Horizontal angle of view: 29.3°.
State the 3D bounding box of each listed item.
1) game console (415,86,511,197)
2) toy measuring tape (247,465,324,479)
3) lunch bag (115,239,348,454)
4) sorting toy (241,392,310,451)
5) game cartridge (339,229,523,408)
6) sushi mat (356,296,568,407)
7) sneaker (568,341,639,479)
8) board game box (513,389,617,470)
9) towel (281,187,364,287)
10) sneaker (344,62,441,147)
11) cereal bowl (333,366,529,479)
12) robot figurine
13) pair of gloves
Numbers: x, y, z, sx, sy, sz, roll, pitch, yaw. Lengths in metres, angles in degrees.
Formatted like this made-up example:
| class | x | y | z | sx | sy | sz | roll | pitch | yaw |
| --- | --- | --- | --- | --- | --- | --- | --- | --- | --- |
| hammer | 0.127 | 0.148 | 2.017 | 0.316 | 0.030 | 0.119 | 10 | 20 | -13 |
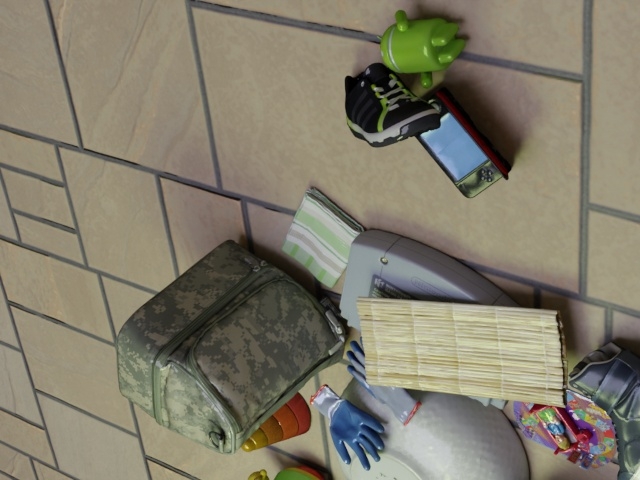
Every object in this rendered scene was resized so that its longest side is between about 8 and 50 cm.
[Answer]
| class | x | y | z | sx | sy | sz | roll | pitch | yaw |
| --- | --- | --- | --- | --- | --- | --- | --- | --- | --- |
| game console | 0.175 | -0.121 | 1.601 | 0.144 | 0.085 | 0.124 | 51 | 133 | -2 |
| toy measuring tape | 0.015 | 0.495 | 2.212 | 0.330 | 0.121 | 0.121 | 24 | 134 | 14 |
| lunch bag | -0.136 | 0.178 | 1.952 | 0.256 | 0.305 | 0.212 | 34 | 140 | 22 |
| sorting toy | -0.199 | 0.278 | 2.214 | 0.365 | 0.126 | 0.127 | 27 | 135 | 22 |
| game cartridge | 0.169 | 0.109 | 1.816 | 0.297 | 0.062 | 0.198 | 30 | 132 | 21 |
| sushi mat | 0.199 | 0.157 | 1.749 | 0.316 | 0.019 | 0.151 | 2 | 112 | 31 |
| sneaker | 0.409 | 0.239 | 1.677 | 0.163 | 0.086 | 0.226 | 32 | 138 | 19 |
| board game box | 0.352 | 0.276 | 1.797 | 0.169 | 0.033 | 0.133 | 23 | 133 | 27 |
| towel | 0.000 | 0.000 | 1.900 | 0.113 | 0.023 | 0.152 | 40 | 139 | 11 |
| sneaker | 0.077 | -0.181 | 1.596 | 0.235 | 0.084 | 0.097 | 21 | 129 | 68 |
| cereal bowl | 0.153 | 0.358 | 1.955 | 0.339 | 0.141 | 0.339 | 22 | 132 | 27 |
| robot figurine | 0.126 | -0.248 | 1.563 | 0.115 | 0.067 | 0.101 | 2 | 134 | 41 |
| pair of gloves | 0.068 | 0.247 | 1.882 | 0.159 | 0.023 | 0.198 | 47 | 117 | 27 |
